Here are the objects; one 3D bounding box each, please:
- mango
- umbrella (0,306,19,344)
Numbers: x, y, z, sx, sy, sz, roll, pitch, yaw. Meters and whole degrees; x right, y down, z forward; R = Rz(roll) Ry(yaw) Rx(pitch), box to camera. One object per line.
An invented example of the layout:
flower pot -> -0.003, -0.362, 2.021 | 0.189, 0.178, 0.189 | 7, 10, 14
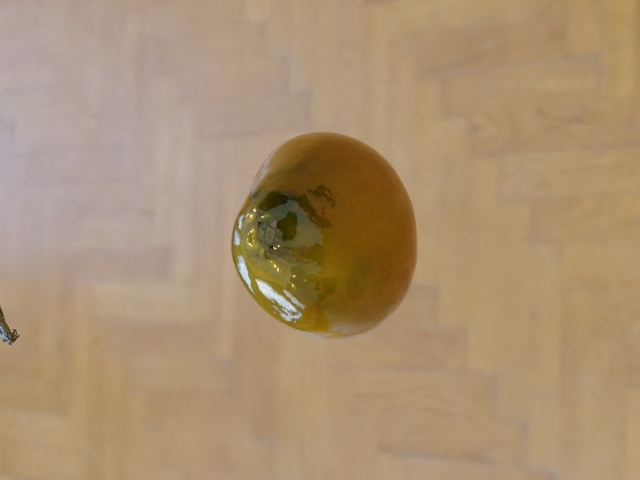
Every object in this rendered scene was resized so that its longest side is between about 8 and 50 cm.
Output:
mango -> 0.005, 0.003, 1.728 | 0.139, 0.175, 0.254 | -40, 11, 27
umbrella -> -0.226, 0.034, 1.305 | 0.083, 0.020, 0.031 | 54, 128, 8
